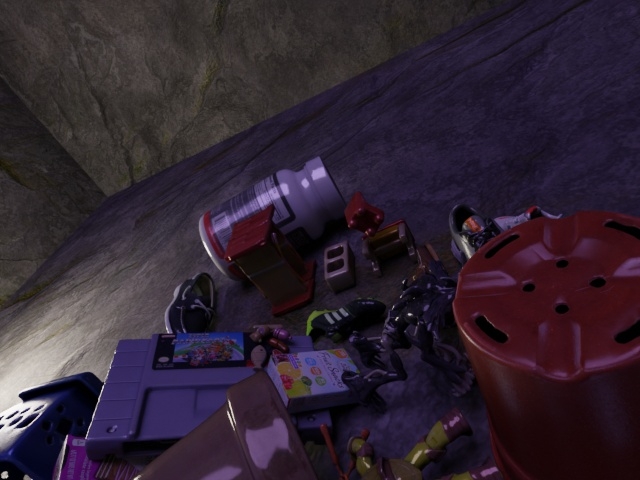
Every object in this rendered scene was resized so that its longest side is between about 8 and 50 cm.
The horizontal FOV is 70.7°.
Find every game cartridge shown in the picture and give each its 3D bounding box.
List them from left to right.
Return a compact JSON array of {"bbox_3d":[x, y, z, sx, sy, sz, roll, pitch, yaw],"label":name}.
[{"bbox_3d":[-0.174,0.243,0.760,0.355,0.068,0.230,1,31,-12],"label":"game cartridge"}]

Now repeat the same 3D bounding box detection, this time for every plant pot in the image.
[{"bbox_3d":[-0.507,0.399,0.870,0.236,0.236,0.212,-19,26,24],"label":"plant pot"},{"bbox_3d":[-0.115,0.318,0.516,0.229,0.263,0.263,-22,26,-16],"label":"plant pot"},{"bbox_3d":[0.279,0.130,0.470,0.272,0.265,0.272,-24,31,15],"label":"plant pot"}]

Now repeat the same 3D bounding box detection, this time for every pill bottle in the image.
[{"bbox_3d":[-0.119,-0.060,1.206,0.363,0.210,0.210,-28,29,6],"label":"pill bottle"}]

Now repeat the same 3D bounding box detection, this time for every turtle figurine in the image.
[{"bbox_3d":[0.099,0.296,0.565,0.217,0.087,0.269,-32,33,1],"label":"turtle figurine"}]

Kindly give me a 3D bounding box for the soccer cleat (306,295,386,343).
[{"bbox_3d":[0.048,0.159,0.875,0.179,0.060,0.072,-21,40,33],"label":"soccer cleat"}]

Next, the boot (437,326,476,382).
[{"bbox_3d":[0.241,0.163,0.694,0.118,0.042,0.087,-40,35,-9],"label":"boot"}]

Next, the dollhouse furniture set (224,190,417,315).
[{"bbox_3d":[0.000,0.000,1.007,0.374,0.201,0.152,-24,30,16],"label":"dollhouse furniture set"}]

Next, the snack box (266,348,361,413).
[{"bbox_3d":[-0.005,0.227,0.742,0.141,0.037,0.100,2,26,-26],"label":"snack box"}]

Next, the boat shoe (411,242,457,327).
[{"bbox_3d":[0.203,0.078,0.820,0.073,0.073,0.207,-26,29,9],"label":"boat shoe"}]

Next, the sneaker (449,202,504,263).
[{"bbox_3d":[0.292,0.024,0.784,0.100,0.108,0.271,-29,30,4],"label":"sneaker"}]

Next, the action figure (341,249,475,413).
[{"bbox_3d":[0.150,0.136,0.656,0.275,0.141,0.164,-52,15,38],"label":"action figure"}]

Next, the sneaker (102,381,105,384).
[{"bbox_3d":[-0.562,0.391,1.058,0.267,0.106,0.101,-36,28,-9],"label":"sneaker"}]

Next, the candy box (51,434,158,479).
[{"bbox_3d":[-0.265,0.377,0.662,0.071,0.233,0.159,-64,29,11],"label":"candy box"}]

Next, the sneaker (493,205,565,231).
[{"bbox_3d":[0.377,-0.035,0.820,0.057,0.075,0.161,-42,30,-16],"label":"sneaker"}]

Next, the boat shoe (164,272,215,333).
[{"bbox_3d":[-0.321,0.171,1.150,0.091,0.114,0.302,-37,29,4],"label":"boat shoe"}]

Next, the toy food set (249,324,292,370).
[{"bbox_3d":[-0.088,0.184,0.814,0.078,0.019,0.122,1,27,-14],"label":"toy food set"}]
